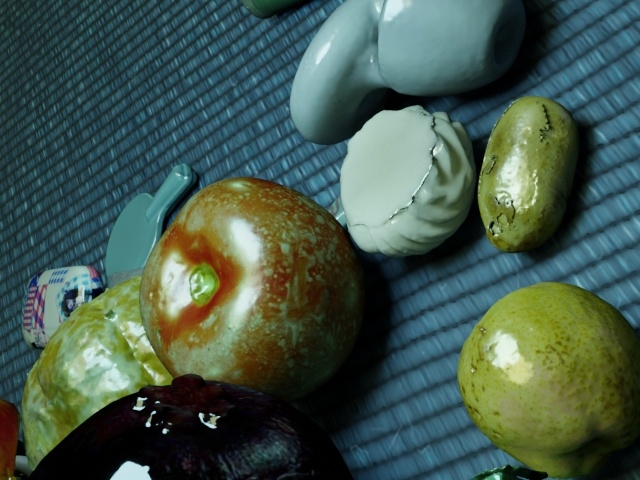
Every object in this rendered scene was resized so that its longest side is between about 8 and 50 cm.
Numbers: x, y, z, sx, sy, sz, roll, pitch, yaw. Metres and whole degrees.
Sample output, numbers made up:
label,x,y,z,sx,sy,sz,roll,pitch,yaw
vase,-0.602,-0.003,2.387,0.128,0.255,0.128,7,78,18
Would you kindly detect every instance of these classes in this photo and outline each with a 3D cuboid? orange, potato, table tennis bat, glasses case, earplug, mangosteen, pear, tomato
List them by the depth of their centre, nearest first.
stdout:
label,x,y,z,sx,sy,sz,roll,pitch,yaw
pear,0.215,0.129,1.204,0.178,0.178,0.178,-30,48,40
mangosteen,-0.131,0.359,1.361,0.382,0.382,0.435,26,120,56
potato,0.214,-0.069,1.382,0.107,0.080,0.170,10,76,42
tomato,-0.069,0.066,1.548,0.270,0.223,0.270,-15,68,43
earplug,0.094,-0.220,1.555,0.326,0.175,0.214,-31,3,43
orange,-0.267,0.217,1.719,0.271,0.210,0.368,47,116,29
table tennis bat,-0.265,-0.027,2.032,0.244,0.040,0.153,-49,38,30
glasses case,-0.403,0.106,2.063,0.327,0.076,0.125,-9,75,63

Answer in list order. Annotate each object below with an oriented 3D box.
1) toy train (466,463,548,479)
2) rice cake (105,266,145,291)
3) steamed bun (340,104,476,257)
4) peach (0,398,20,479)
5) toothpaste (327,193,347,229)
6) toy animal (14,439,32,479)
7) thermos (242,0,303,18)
label,x,y,z,sx,sy,sz,roll,pitch,yaw
toy train,0.134,0.312,1.163,0.272,0.188,0.159,-33,48,36
rice cake,-0.186,0.068,1.845,0.399,0.064,0.070,-8,74,51
steamed bun,0.107,-0.064,1.497,0.183,0.106,0.182,-24,54,38
peach,-0.487,0.343,1.723,0.245,0.248,0.274,-11,77,7
toothpaste,0.000,0.000,1.665,0.205,0.036,0.056,-52,35,12
toy animal,-0.471,0.393,1.937,0.187,0.165,0.235,-41,28,-12
thermos,-0.032,-0.380,1.896,0.188,0.073,0.083,-12,96,48
